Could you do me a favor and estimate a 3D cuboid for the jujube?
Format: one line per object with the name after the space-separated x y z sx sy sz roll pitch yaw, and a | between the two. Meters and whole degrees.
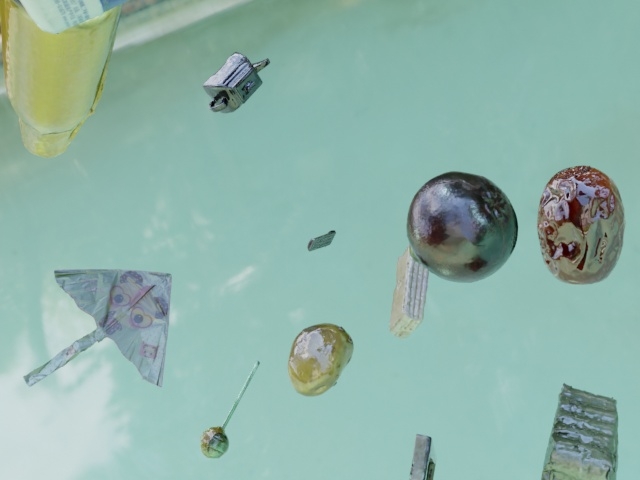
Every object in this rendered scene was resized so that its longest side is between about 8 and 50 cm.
0.550 -0.035 1.909 0.183 0.243 0.183 -8 14 2 | jujube

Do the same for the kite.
-0.305 0.126 1.280 0.250 0.229 0.012 -39 -10 -18 | kite

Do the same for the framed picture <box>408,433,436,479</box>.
0.117 0.444 1.224 0.022 0.247 0.335 8 72 12 | framed picture

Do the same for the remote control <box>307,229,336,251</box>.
0.000 0.000 1.716 0.016 0.034 0.091 35 22 17 | remote control

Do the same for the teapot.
-0.180 -0.349 2.034 0.096 0.087 0.177 19 61 47 | teapot

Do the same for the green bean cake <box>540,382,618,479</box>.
0.448 0.412 1.610 0.132 0.241 0.255 12 23 16 | green bean cake

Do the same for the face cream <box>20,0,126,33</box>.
-0.278 -0.313 0.899 0.111 0.206 0.206 -30 22 -8 | face cream

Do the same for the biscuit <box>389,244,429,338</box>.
0.218 0.118 2.228 0.108 0.061 0.239 122 164 -53 | biscuit

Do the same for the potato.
-0.002 0.248 1.939 0.137 0.137 0.176 -11 25 29 | potato

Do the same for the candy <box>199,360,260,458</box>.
-0.164 0.317 1.714 0.061 0.061 0.202 8 65 53 | candy

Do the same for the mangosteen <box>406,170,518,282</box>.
0.250 -0.018 1.689 0.216 0.216 0.216 -20 21 8 | mangosteen

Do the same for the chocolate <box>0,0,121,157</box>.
-0.382 -0.261 1.305 0.162 0.162 0.445 -35 -7 -27 | chocolate
